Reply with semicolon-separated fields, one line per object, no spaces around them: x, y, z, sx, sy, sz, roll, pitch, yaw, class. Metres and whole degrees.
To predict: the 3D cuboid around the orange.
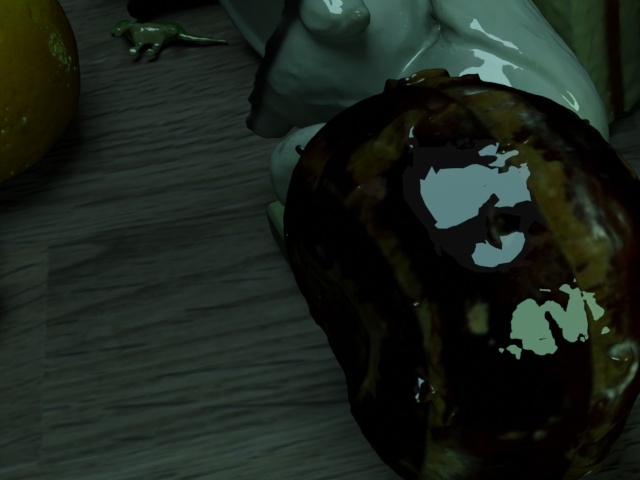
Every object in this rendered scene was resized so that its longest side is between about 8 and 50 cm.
-0.291;-0.156;1.609;0.158;0.179;0.237;-11;37;1;orange

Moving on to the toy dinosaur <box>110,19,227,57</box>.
-0.144;-0.195;1.734;0.120;0.029;0.060;-1;27;10;toy dinosaur

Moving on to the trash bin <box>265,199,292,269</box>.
0.000;0.000;1.473;0.061;0.043;0.092;-22;39;-10;trash bin

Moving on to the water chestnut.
0.124;0.019;1.251;0.300;0.300;0.300;-7;42;7;water chestnut

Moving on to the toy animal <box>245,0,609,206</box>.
0.086;-0.127;1.432;0.289;0.249;0.174;11;2;8;toy animal

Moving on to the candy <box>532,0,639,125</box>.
0.184;-0.247;1.489;0.135;0.320;0.179;-38;52;-23;candy

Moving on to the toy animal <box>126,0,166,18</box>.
-0.118;-0.263;1.753;0.210;0.121;0.117;9;65;14;toy animal

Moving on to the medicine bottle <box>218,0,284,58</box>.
0.087;-0.312;1.660;0.371;0.211;0.211;-32;45;-21;medicine bottle
